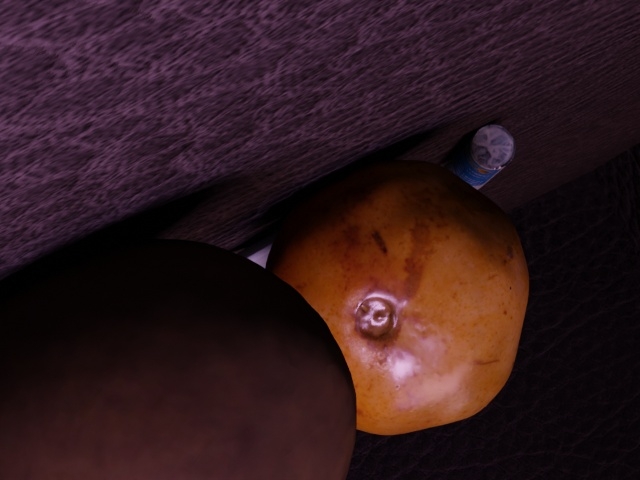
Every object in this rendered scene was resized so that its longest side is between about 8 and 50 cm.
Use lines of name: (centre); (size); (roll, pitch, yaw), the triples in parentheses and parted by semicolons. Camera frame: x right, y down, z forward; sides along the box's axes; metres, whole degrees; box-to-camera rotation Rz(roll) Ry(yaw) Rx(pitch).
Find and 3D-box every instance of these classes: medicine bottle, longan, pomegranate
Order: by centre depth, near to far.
longan: (-0.126, 0.133, 1.051); (0.297, 0.297, 0.297); (-27, 175, -2)
pomegranate: (0.076, 0.053, 1.369); (0.264, 0.264, 0.264); (-27, 175, -2)
medicine bottle: (0.174, -0.087, 1.639); (0.051, 0.051, 0.191); (-26, 176, -10)

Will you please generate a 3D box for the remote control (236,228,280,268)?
remote control: (0.000, -0.001, 1.603); (0.103, 0.051, 0.293); (-29, 176, 24)
